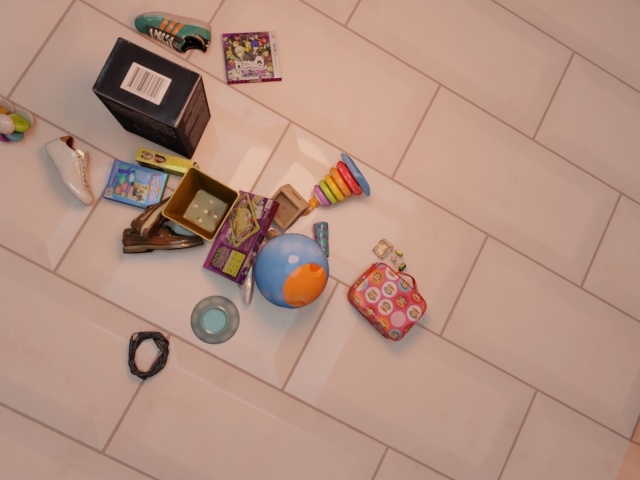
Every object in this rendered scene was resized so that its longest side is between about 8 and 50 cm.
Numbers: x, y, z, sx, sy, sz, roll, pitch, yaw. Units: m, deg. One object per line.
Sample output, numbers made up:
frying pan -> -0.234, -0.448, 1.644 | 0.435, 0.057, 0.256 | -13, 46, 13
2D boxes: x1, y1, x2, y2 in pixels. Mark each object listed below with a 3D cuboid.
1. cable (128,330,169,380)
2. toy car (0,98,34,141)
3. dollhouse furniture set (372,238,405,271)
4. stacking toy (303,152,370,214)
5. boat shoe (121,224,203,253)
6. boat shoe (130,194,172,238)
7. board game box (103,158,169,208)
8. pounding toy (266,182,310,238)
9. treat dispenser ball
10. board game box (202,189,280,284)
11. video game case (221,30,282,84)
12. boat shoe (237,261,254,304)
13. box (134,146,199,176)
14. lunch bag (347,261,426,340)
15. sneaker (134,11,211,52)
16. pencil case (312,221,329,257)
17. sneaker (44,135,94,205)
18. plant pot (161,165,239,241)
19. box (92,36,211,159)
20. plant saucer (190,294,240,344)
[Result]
cable -> -0.663, 0.443, 1.744 | 0.150, 0.047, 0.185 | 3, 82, -13
toy car -> -1.196, -0.441, 1.706 | 0.181, 0.159, 0.136 | 26, 116, -5
dollhouse furniture set -> 0.300, 0.065, 1.924 | 0.151, 0.058, 0.076 | 42, 88, 17
stacking toy -> 0.037, -0.200, 1.860 | 0.301, 0.175, 0.166 | -34, 54, 8
boat shoe -> -0.613, -0.013, 1.754 | 0.306, 0.110, 0.105 | -4, 85, -9
boat shoe -> -0.621, -0.116, 1.724 | 0.095, 0.095, 0.257 | 25, 40, 5
board game box -> -0.725, -0.214, 1.788 | 0.210, 0.047, 0.160 | 16, 83, -6
pounding toy -> -0.140, -0.092, 1.836 | 0.181, 0.094, 0.206 | 46, 116, 3
treat dispenser ball -> -0.110, 0.115, 1.726 | 0.287, 0.288, 0.289 | 1, 85, -8
board game box -> -0.312, -0.019, 1.770 | 0.208, 0.056, 0.347 | 20, 81, 32
video game case -> -0.288, -0.770, 1.905 | 0.231, 0.042, 0.211 | -6, 85, -9
boat shoe -> -0.302, 0.163, 1.810 | 0.063, 0.066, 0.184 | 1, 87, 6
box -> -0.605, -0.303, 1.796 | 0.232, 0.087, 0.058 | 14, 81, -6
lunch bag -> 0.283, 0.234, 1.857 | 0.293, 0.120, 0.258 | 45, 80, -2
sneaker -> -0.598, -0.835, 1.832 | 0.301, 0.108, 0.121 | 3, 80, -9
pencil case -> 0.000, 0.000, 1.865 | 0.070, 0.064, 0.152 | 0, 84, -24
sneaker -> -0.931, -0.276, 1.734 | 0.123, 0.106, 0.290 | -31, 89, -7
plant pot -> -0.450, -0.128, 1.749 | 0.212, 0.187, 0.212 | 30, 82, -4
box -> -0.590, -0.497, 1.657 | 0.293, 0.395, 0.212 | 24, 81, -6
plant saucer -> -0.418, 0.316, 1.791 | 0.194, 0.037, 0.195 | 1, 85, -8
